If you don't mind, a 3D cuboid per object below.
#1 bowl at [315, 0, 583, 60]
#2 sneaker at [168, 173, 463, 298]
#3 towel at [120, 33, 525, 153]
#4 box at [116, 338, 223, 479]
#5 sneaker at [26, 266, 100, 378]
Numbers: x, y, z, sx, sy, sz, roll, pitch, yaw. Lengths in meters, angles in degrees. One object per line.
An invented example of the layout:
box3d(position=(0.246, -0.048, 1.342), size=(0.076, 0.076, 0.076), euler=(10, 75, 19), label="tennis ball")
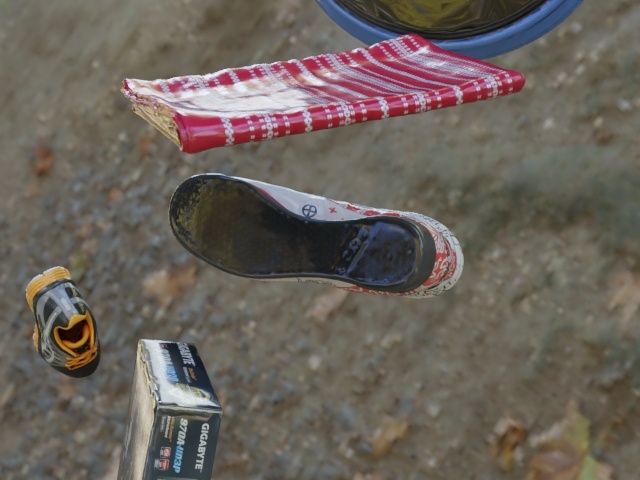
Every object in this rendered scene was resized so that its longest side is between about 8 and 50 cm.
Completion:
box3d(position=(0.137, -0.390, 1.659), size=(0.391, 0.391, 0.077), euler=(-51, -7, 10), label="bowl")
box3d(position=(0.000, 0.001, 1.424), size=(0.270, 0.145, 0.090), euler=(11, 90, 26), label="sneaker")
box3d(position=(-0.005, -0.119, 1.190), size=(0.199, 0.275, 0.031), euler=(-143, 44, -65), label="towel")
box3d(position=(-0.126, 0.202, 1.159), size=(0.175, 0.051, 0.220), euler=(-133, 52, -74), label="box")
box3d(position=(-0.323, 0.126, 1.960), size=(0.084, 0.215, 0.083), euler=(-33, 59, -14), label="sneaker")
